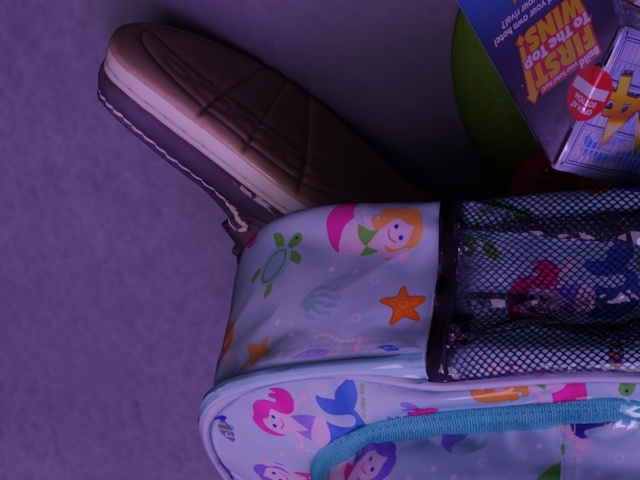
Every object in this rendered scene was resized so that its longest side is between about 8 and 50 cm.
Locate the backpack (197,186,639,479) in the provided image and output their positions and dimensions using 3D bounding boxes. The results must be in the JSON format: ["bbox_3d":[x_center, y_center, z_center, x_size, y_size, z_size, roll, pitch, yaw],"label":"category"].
[{"bbox_3d":[0.078,0.084,0.813,0.253,0.191,0.225,3,148,23],"label":"backpack"}]

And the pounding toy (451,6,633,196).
[{"bbox_3d":[0.163,-0.058,0.851,0.236,0.110,0.183,5,119,18],"label":"pounding toy"}]

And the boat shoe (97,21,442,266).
[{"bbox_3d":[0.000,0.000,0.949,0.285,0.103,0.092,34,118,-7],"label":"boat shoe"}]

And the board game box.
[{"bbox_3d":[0.123,-0.132,0.772,0.194,0.060,0.194,-37,57,41],"label":"board game box"}]
